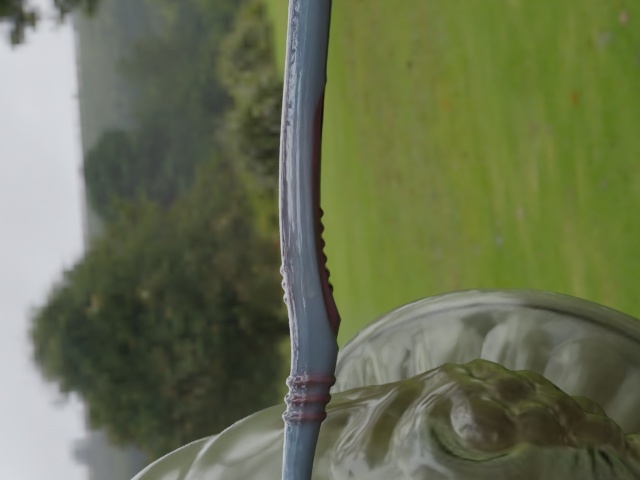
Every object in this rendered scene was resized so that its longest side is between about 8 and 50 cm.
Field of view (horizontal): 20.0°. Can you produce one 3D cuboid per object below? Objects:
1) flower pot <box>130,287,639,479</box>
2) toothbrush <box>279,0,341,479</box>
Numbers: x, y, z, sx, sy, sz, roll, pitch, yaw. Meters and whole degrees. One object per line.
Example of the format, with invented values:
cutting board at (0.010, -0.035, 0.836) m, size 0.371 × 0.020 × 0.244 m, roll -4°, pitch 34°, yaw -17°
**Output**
flower pot at (0.057, 0.159, 0.701) m, size 0.244 × 0.307 × 0.307 m, roll -58°, pitch -28°, yaw -55°
toothbrush at (0.000, 0.000, 0.341) m, size 0.013 × 0.019 × 0.193 m, roll -94°, pitch 2°, yaw -83°
